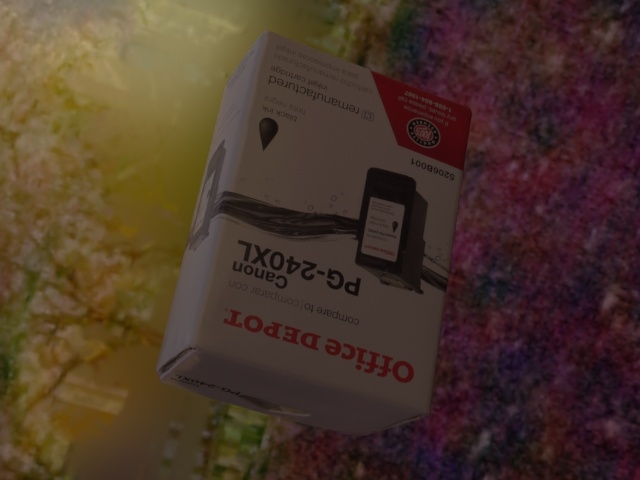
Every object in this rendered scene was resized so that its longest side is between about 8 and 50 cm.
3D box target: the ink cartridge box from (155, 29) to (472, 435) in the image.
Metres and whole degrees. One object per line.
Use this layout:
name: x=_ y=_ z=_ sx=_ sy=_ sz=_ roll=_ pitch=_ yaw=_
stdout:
ink cartridge box: x=0.000 y=0.000 z=0.439 sx=0.063 sy=0.109 sz=0.151 roll=142 pitch=142 yaw=-61
